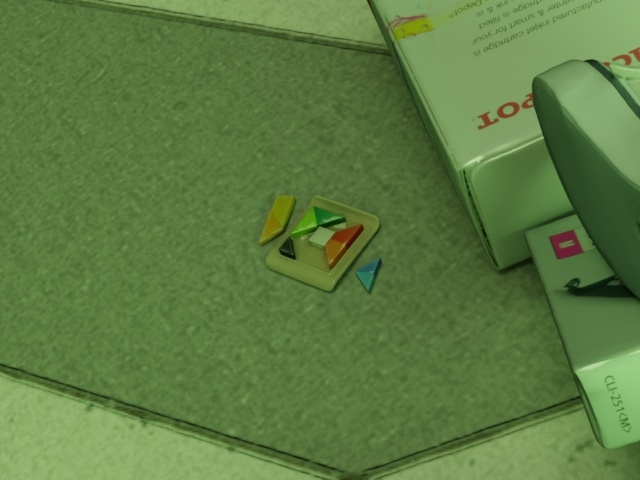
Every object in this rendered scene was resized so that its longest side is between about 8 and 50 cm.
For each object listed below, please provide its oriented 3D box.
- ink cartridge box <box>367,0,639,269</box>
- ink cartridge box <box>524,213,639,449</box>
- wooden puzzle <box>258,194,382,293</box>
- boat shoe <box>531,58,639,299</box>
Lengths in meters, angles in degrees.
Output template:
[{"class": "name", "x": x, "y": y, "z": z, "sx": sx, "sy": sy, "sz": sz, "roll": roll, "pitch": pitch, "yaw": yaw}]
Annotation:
[{"class": "ink cartridge box", "x": 0.170, "y": -0.157, "z": 1.245, "sx": 0.226, "sy": 0.131, "sz": 0.306, "roll": -22, "pitch": 50, "yaw": 3}, {"class": "ink cartridge box", "x": 0.261, "y": 0.018, "z": 1.027, "sx": 0.239, "sy": 0.060, "sz": 0.275, "roll": -20, "pitch": 15, "yaw": 7}, {"class": "wooden puzzle", "x": 0.000, "y": 0.000, "z": 1.266, "sx": 0.116, "sy": 0.014, "sz": 0.078, "roll": 14, "pitch": 60, "yaw": 30}, {"class": "boat shoe", "x": 0.238, "y": -0.042, "z": 0.903, "sx": 0.156, "sy": 0.135, "sz": 0.367, "roll": -23, "pitch": 18, "yaw": -5}]
